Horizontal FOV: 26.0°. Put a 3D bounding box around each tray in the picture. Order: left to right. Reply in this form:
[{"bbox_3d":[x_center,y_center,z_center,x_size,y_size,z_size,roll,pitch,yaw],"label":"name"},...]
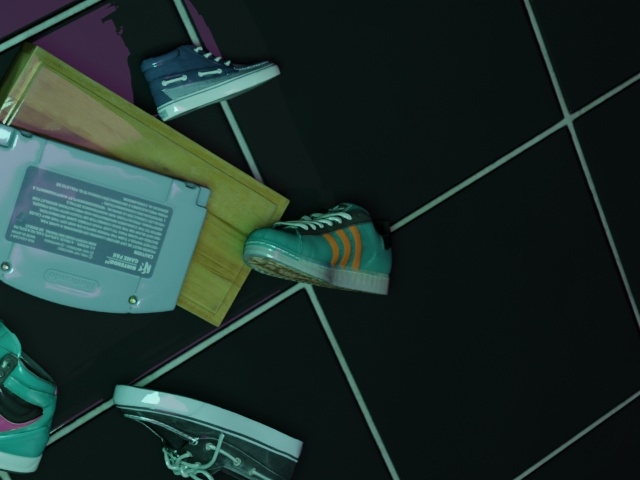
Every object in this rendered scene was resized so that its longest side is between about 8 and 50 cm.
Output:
[{"bbox_3d":[-0.257,-0.066,1.820,0.411,0.076,0.202,31,86,-28],"label":"tray"}]

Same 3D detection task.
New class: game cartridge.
[{"bbox_3d":[-0.299,-0.014,1.741,0.294,0.060,0.196,17,90,-28],"label":"game cartridge"}]

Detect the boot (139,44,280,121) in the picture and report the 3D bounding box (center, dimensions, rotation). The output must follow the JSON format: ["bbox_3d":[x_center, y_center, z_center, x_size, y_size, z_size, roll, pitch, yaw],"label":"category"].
[{"bbox_3d":[-0.145,-0.228,1.847,0.190,0.069,0.086,-24,92,-32],"label":"boot"}]

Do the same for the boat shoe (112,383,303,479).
[{"bbox_3d":[-0.163,0.284,1.924,0.306,0.113,0.105,28,74,-38],"label":"boat shoe"}]

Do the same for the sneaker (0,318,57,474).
[{"bbox_3d":[-0.454,0.178,1.744,0.295,0.124,0.178,22,96,-37],"label":"sneaker"}]

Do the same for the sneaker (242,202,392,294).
[{"bbox_3d":[0.000,0.000,1.920,0.302,0.108,0.121,15,81,-55],"label":"sneaker"}]
